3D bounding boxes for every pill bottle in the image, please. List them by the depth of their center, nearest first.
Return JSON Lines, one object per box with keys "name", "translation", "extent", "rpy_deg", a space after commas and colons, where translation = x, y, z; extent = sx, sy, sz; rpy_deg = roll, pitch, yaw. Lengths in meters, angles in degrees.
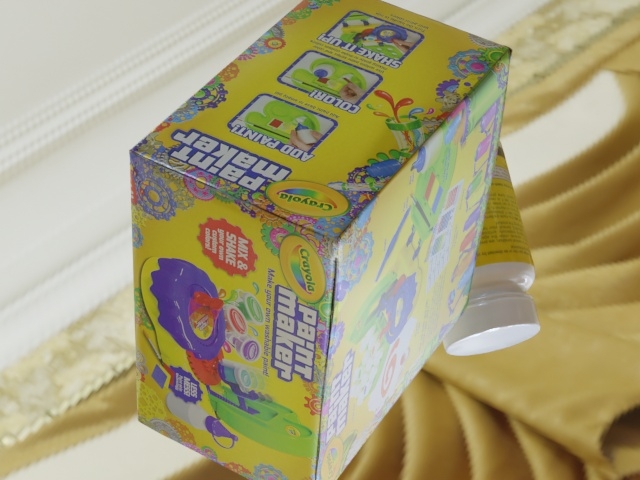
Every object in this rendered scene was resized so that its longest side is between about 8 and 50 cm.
{"name": "pill bottle", "translation": [0.152, 0.004, 1.510], "extent": [0.119, 0.119, 0.209], "rpy_deg": [2, -114, -37]}

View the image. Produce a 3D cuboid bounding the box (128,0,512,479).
{"name": "box", "translation": [0.000, 0.000, 1.181], "extent": [0.279, 0.177, 0.290], "rpy_deg": [-48, -27, -42]}
